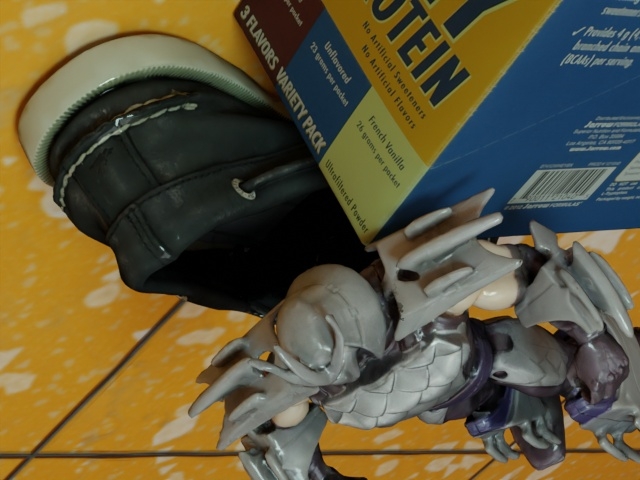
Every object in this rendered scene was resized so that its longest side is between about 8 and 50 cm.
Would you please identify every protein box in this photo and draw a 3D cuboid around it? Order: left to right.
[{"bbox_3d":[0.111,-0.115,0.743,0.200,0.136,0.201,-4,143,-40],"label":"protein box"}]

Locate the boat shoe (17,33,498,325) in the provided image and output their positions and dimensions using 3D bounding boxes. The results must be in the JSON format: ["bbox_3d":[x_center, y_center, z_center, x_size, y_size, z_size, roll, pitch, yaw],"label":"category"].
[{"bbox_3d":[0.003,-0.003,0.854,0.127,0.113,0.340,-39,152,17],"label":"boat shoe"}]

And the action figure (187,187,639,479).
[{"bbox_3d":[0.065,0.058,0.769,0.185,0.099,0.285,-22,160,29],"label":"action figure"}]
